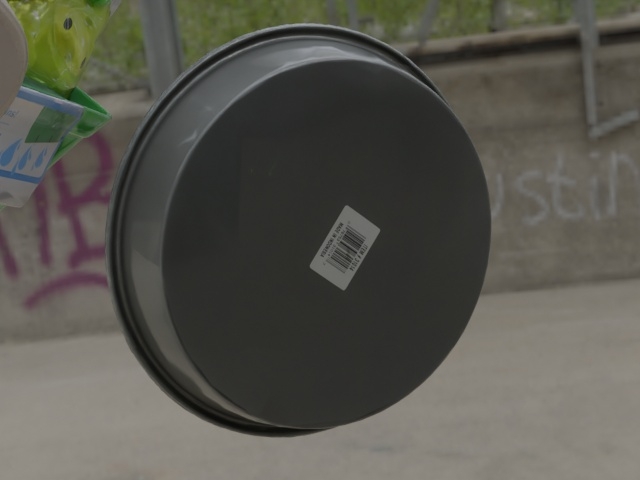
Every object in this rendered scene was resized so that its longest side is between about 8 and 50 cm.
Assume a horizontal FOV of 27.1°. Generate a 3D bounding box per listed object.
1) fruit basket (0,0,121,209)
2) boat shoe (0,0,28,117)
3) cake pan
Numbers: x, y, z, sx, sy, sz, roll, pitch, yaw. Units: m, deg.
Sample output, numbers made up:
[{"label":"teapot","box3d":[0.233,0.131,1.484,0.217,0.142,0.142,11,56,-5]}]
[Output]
[{"label":"fruit basket","box3d":[-0.189,-0.182,0.829,0.353,0.165,0.327,-48,-16,9]},{"label":"boat shoe","box3d":[-0.271,-0.119,0.471,0.340,0.127,0.158,6,39,-53]},{"label":"cake pan","box3d":[0.000,0.000,0.908,0.293,0.293,0.054,-13,16,-26]}]
